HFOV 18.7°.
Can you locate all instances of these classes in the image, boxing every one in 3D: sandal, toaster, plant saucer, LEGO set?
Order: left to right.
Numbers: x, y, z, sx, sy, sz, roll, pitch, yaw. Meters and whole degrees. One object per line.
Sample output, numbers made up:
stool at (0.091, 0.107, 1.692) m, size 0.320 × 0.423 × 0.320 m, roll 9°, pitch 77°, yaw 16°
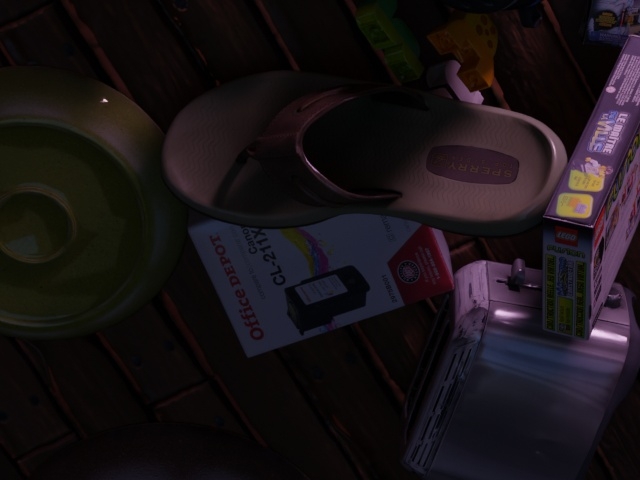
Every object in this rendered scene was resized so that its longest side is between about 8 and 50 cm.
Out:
plant saucer at (-0.222, -0.018, 1.513) m, size 0.241 × 0.037 × 0.241 m, roll -1°, pitch 118°, yaw -1°
plant saucer at (-0.130, 0.299, 1.673) m, size 0.310 × 0.050 × 0.310 m, roll 0°, pitch 118°, yaw 1°
sandal at (0.025, -0.069, 1.392) m, size 0.303 × 0.086 × 0.120 m, roll 3°, pitch 78°, yaw 19°
LEGO set at (0.080, -0.179, 1.413) m, size 0.087 × 0.093 × 0.227 m, roll -11°, pitch 128°, yaw 42°
toaster at (0.152, 0.121, 1.540) m, size 0.146 × 0.129 × 0.227 m, roll 16°, pitch 118°, yaw -5°

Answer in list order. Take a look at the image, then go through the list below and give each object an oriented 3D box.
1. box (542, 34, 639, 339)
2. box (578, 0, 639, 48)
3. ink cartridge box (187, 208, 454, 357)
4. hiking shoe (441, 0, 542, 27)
box at (0.208, -0.041, 1.399) m, size 0.036 × 0.207 × 0.114 m, roll 13°, pitch 137°, yaw 19°
box at (0.267, -0.184, 1.436) m, size 0.137 × 0.027 × 0.094 m, roll 6°, pitch 117°, yaw -4°
ink cartridge box at (0.000, 0.000, 1.503) m, size 0.175 × 0.072 × 0.127 m, roll -20°, pitch 116°, yaw 9°
hiking shoe at (0.143, -0.304, 1.340) m, size 0.113 × 0.132 × 0.304 m, roll 19°, pitch 100°, yaw 25°
